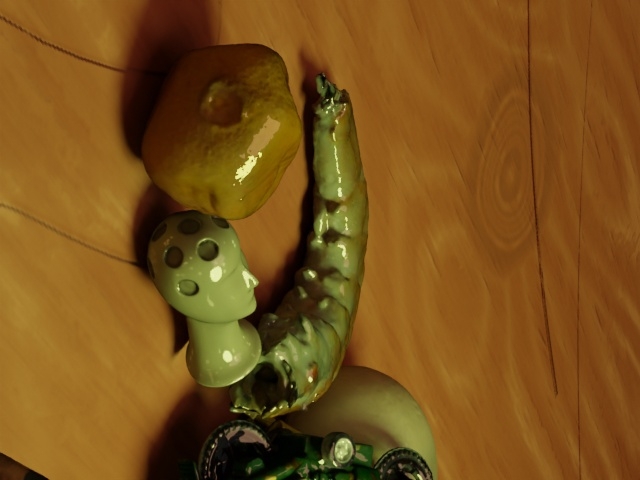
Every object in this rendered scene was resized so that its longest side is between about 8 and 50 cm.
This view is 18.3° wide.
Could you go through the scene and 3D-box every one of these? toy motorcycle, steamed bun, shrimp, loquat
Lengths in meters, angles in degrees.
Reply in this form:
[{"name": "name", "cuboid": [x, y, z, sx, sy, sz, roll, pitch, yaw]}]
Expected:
[{"name": "toy motorcycle", "cuboid": [-0.013, 0.248, 1.629, 0.274, 0.124, 0.187, 16, 78, -39]}, {"name": "steamed bun", "cuboid": [0.038, 0.231, 1.802, 0.177, 0.130, 0.228, -25, 125, -60]}, {"name": "shrimp", "cuboid": [0.003, 0.020, 1.671, 0.185, 0.068, 0.287, 41, 64, -72]}, {"name": "loquat", "cuboid": [-0.067, -0.078, 1.440, 0.137, 0.113, 0.137, 12, 90, -78]}]

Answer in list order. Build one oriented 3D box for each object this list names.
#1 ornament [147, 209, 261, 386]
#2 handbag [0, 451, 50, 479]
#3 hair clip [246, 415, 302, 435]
[{"name": "ornament", "cuboid": [-0.084, 0.039, 1.509, 0.156, 0.081, 0.075, 80, 20, -48]}, {"name": "handbag", "cuboid": [-0.207, 0.278, 1.259, 0.190, 0.193, 0.252, -41, 139, -56]}, {"name": "hair clip", "cuboid": [-0.066, 0.234, 1.690, 0.072, 0.046, 0.173, 35, 74, -59]}]
